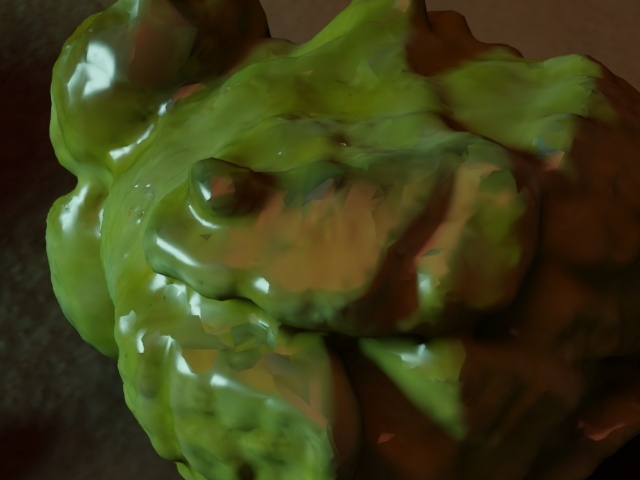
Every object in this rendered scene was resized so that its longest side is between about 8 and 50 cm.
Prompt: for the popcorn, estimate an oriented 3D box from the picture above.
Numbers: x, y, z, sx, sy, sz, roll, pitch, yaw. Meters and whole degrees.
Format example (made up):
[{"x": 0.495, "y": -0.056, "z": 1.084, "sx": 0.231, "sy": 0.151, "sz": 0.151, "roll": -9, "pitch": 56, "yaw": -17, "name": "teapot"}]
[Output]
[{"x": 0.009, "y": -0.006, "z": 0.534, "sx": 0.168, "sy": 0.173, "sz": 0.195, "roll": -39, "pitch": 41, "yaw": -6, "name": "popcorn"}]
